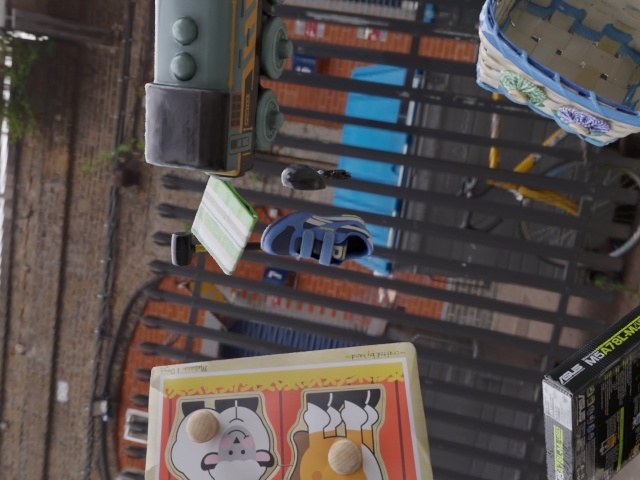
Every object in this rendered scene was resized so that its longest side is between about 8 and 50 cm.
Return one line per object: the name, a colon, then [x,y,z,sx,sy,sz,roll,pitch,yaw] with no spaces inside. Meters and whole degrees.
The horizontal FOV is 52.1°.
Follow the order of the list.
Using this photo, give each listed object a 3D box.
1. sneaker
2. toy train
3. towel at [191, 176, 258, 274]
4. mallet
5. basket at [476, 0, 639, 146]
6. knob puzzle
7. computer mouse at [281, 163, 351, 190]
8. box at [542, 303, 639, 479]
sneaker: [0.000,0.000,0.792,0.059,0.144,0.053,-122,35,-48]
toy train: [-0.117,-0.227,0.755,0.190,0.142,0.334,-44,-38,-70]
towel: [-0.152,-0.027,1.049,0.023,0.113,0.152,-27,-21,-41]
mallet: [-0.189,0.004,1.245,0.039,0.189,0.063,-139,42,-67]
basket: [0.295,-0.228,0.656,0.201,0.254,0.289,-58,-8,-17]
knob puzzle: [-0.022,0.162,0.374,0.030,0.213,0.213,58,-137,-71]
computer mouse: [-0.001,-0.129,1.255,0.242,0.071,0.041,-21,-58,-63]
box: [0.331,0.185,0.742,0.184,0.045,0.191,-30,-55,-24]
